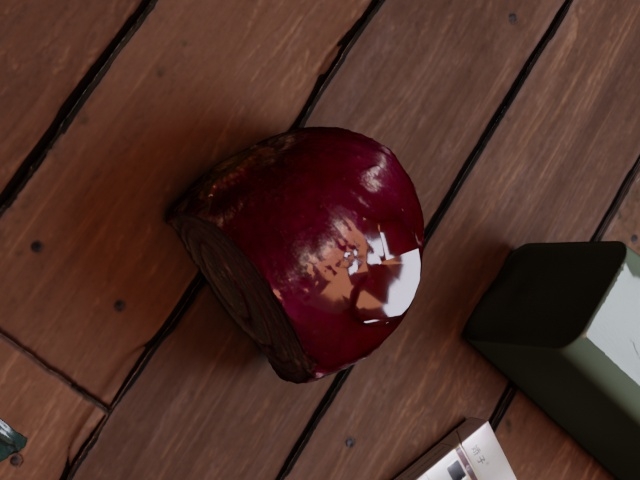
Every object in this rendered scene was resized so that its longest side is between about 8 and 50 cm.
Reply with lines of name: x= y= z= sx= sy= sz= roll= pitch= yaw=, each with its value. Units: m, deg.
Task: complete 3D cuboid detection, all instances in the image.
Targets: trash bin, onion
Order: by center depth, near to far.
onion: x=0.004 y=-0.004 z=1.121 sx=0.207 sy=0.206 sz=0.216 roll=-44 pitch=110 yaw=-21
trash bin: x=0.349 y=0.149 z=1.304 sx=0.343 sy=0.223 sz=0.158 roll=41 pitch=72 yaw=-19

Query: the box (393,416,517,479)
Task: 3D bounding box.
box: x=0.129 y=0.264 z=1.282 sx=0.154 sy=0.040 sz=0.084 roll=-34 pitch=105 yaw=-22

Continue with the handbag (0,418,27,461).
handbag: x=-0.380 y=0.065 z=0.899 sx=0.089 sy=0.238 sz=0.326 roll=-48 pitch=110 yaw=-23
